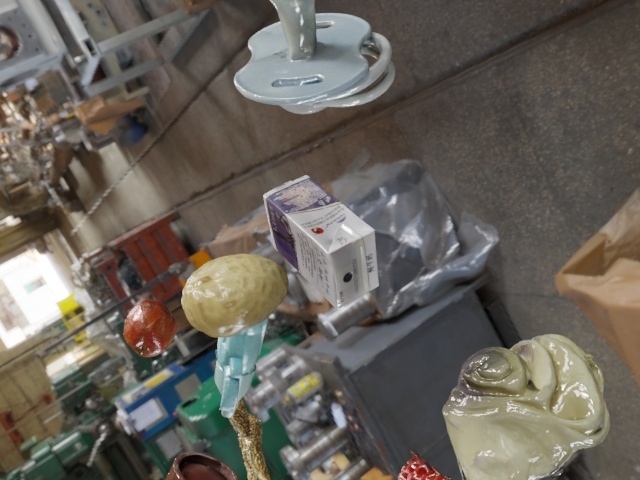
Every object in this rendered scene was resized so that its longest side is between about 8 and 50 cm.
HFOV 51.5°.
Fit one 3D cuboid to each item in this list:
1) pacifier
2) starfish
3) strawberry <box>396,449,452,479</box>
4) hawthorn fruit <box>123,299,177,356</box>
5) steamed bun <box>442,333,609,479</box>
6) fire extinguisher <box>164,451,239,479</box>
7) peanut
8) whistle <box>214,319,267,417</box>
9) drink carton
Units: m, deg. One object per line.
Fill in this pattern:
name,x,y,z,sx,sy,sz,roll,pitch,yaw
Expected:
pacifier,-0.019,-0.335,1.036,0.299,0.244,0.233,-84,-18,-47
starfish,-0.181,0.533,1.733,0.301,0.084,0.294,117,136,-78
strawberry,0.181,0.442,0.903,0.253,0.150,0.280,52,170,0
hawthorn fruit,-0.376,0.194,1.460,0.128,0.128,0.128,45,155,28
steamed bun,0.396,0.324,1.353,0.237,0.394,0.346,48,152,0
fire extinguisher,-0.201,0.405,0.842,0.104,0.269,0.105,26,-171,-4
peanut,-0.128,0.077,0.969,0.140,0.159,0.109,-15,97,37
whistle,-0.168,0.235,1.338,0.186,0.093,0.274,-112,32,-63
drink carton,0.000,-0.001,1.178,0.222,0.101,0.134,43,149,43
